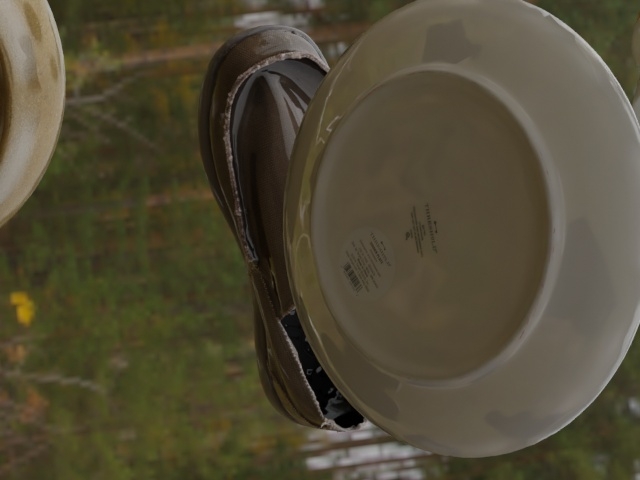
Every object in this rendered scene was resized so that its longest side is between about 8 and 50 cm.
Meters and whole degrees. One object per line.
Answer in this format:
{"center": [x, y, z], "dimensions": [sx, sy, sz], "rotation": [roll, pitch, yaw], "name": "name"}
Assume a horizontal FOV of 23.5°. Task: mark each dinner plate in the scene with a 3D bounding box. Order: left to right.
{"center": [0.036, -0.005, 0.463], "dimensions": [0.141, 0.017, 0.141], "rotation": [1, -89, 44], "name": "dinner plate"}

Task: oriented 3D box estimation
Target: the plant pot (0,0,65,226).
{"center": [-0.254, -0.083, 0.813], "dimensions": [0.032, 0.236, 0.236], "rotation": [-97, -179, -67], "name": "plant pot"}

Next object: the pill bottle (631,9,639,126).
{"center": [0.305, -0.176, 1.180], "dimensions": [0.118, 0.117, 0.208], "rotation": [89, 20, -62], "name": "pill bottle"}

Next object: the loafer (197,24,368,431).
{"center": [0.000, 0.000, 1.279], "dimensions": [0.130, 0.133, 0.366], "rotation": [35, -38, 62], "name": "loafer"}
